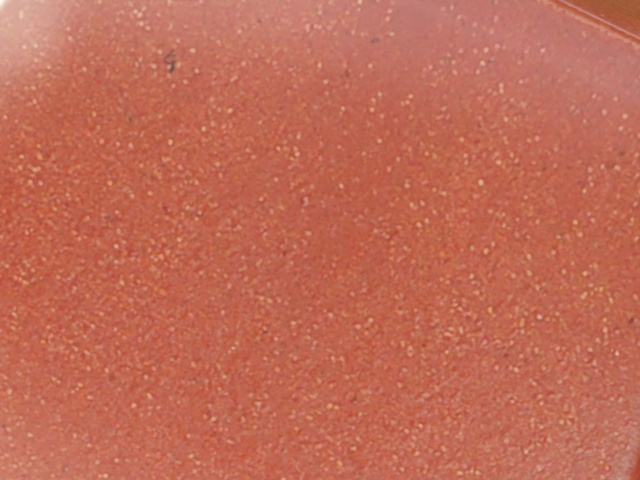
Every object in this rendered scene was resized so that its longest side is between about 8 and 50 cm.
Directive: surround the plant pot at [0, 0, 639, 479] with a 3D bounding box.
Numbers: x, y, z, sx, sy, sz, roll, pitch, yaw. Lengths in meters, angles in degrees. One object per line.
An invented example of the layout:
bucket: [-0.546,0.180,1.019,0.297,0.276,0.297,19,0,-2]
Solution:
plant pot: [0.000,0.000,0.598,0.267,0.235,0.267,26,20,4]
